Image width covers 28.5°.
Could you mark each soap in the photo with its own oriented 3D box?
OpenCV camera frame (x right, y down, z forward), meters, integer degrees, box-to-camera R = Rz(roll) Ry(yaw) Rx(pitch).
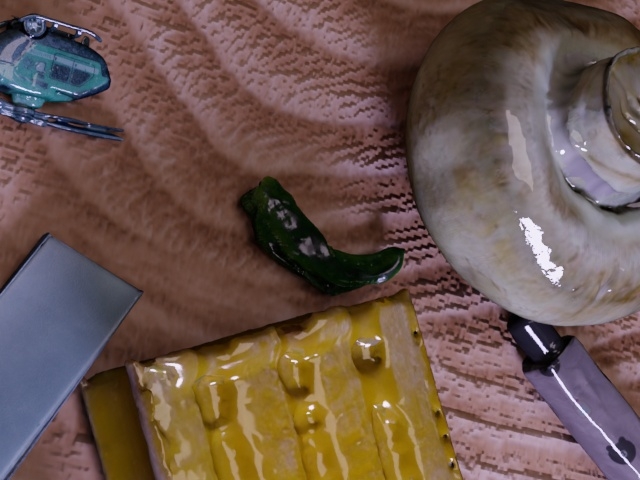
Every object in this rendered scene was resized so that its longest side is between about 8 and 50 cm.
[{"bbox_3d":[-0.020,0.228,1.097,0.293,0.156,0.335,-17,89,-37],"label":"soap"}]

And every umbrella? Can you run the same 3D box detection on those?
[{"bbox_3d":[0.311,0.205,1.358,0.337,0.067,0.073,50,49,-13],"label":"umbrella"}]

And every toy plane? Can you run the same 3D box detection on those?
[{"bbox_3d":[-0.269,-0.150,1.082,0.235,0.060,0.096,12,87,-34],"label":"toy plane"}]

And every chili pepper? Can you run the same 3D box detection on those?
[{"bbox_3d":[0.000,0.006,1.217,0.182,0.050,0.073,30,59,-26],"label":"chili pepper"}]

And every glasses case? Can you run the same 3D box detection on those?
[{"bbox_3d":[-0.263,0.126,1.037,0.105,0.056,0.266,31,63,4],"label":"glasses case"}]

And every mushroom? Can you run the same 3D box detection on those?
[{"bbox_3d":[0.247,-0.089,1.265,0.352,0.260,0.352,11,69,-32],"label":"mushroom"}]
